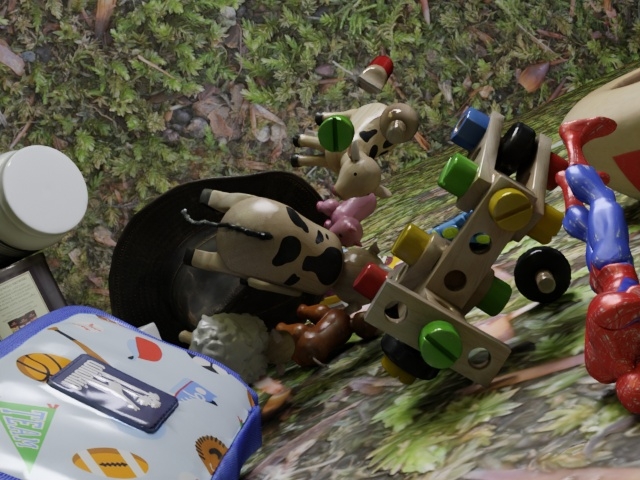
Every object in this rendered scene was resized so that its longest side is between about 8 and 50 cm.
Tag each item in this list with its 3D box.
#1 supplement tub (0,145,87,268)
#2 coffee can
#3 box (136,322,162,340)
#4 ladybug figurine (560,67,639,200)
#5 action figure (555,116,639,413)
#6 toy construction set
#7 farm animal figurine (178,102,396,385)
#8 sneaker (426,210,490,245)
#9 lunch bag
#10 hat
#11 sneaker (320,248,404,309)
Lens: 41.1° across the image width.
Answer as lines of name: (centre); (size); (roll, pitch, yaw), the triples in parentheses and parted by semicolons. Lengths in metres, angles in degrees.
supplement tub: (-0.586, -0.058, 1.616); (0.272, 0.191, 0.191); (-19, 8, 40)
coffee can: (-0.555, 0.188, 1.602); (0.201, 0.276, 0.201); (-24, 6, 3)
box: (-0.259, 0.200, 1.045); (0.091, 0.130, 0.170); (-21, 7, 38)
ladybug figurine: (0.489, -0.154, 0.952); (0.305, 0.162, 0.449); (-30, 7, -41)
action figure: (0.256, 0.014, 0.643); (0.138, 0.092, 0.280); (-1, 42, 13)
toy construction set: (0.109, -0.016, 0.775); (0.257, 0.309, 0.237); (-31, 9, 16)
farm animal figurine: (0.000, 0.000, 0.972); (0.172, 0.331, 0.326); (9, 7, 40)
sneaker: (0.234, -0.025, 1.285); (0.188, 0.067, 0.078); (-22, 12, 47)
lunch bag: (-0.256, 0.198, 0.667); (0.385, 0.239, 0.328); (-8, 9, 9)
hat: (-0.102, 0.070, 1.124); (0.331, 0.331, 0.134); (-26, 38, -12)
sneaker: (0.065, 0.044, 1.288); (0.185, 0.084, 0.069); (-24, 6, 13)
